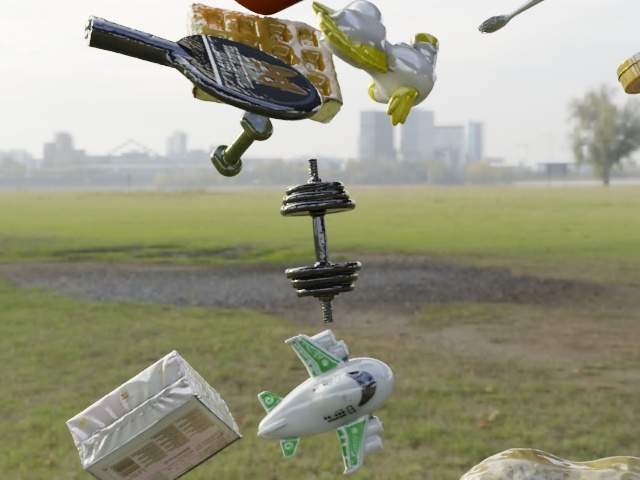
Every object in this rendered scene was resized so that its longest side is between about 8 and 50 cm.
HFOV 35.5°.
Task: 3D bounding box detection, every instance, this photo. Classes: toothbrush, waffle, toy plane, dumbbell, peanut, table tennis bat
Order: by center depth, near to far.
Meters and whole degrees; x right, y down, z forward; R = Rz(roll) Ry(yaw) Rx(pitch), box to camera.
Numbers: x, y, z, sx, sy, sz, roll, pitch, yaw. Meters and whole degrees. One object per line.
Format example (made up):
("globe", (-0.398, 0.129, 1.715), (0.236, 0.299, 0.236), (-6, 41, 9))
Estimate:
("table tennis bat", (-0.107, -0.166, 0.952), (0.236, 0.027, 0.150), (13, 29, -24))
("toy plane", (0.006, 0.193, 1.187), (0.173, 0.174, 0.080), (0, -5, 6))
("dumbbell", (0.000, 0.000, 1.266), (0.099, 0.209, 0.099), (-6, -3, 0))
("toothbrush", (0.302, -0.325, 1.273), (0.025, 0.019, 0.275), (-8, -10, -38))
("peanut", (0.326, 0.355, 1.350), (0.313, 0.149, 0.149), (-1, 3, 9))
("dumbbell", (-0.113, -0.138, 1.420), (0.046, 0.052, 0.118), (-20, -17, -42))
("waffle", (-0.096, -0.293, 1.631), (0.247, 0.055, 0.221), (8, 42, -17))

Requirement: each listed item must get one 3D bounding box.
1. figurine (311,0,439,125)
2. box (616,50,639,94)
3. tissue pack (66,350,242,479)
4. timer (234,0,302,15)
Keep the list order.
("figurine", (0.059, -0.225, 1.171), (0.109, 0.178, 0.130), (-36, 21, 30))
("box", (0.516, -0.267, 1.553), (0.105, 0.037, 0.105), (-17, -16, -5))
("tissue pack", (-0.283, 0.325, 1.718), (0.225, 0.124, 0.185), (-34, -40, 0))
("timer", (-0.070, -0.484, 1.570), (0.257, 0.250, 0.161), (-14, 39, 40))
